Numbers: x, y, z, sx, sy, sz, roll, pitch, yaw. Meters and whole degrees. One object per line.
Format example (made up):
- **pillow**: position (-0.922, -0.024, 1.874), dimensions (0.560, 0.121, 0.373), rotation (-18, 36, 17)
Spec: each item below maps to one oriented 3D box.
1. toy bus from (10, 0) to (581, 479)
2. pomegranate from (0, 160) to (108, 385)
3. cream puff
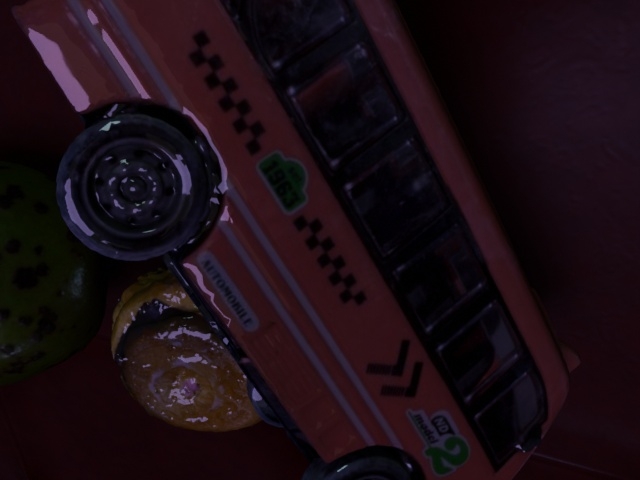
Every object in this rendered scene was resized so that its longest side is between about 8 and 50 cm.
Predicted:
- **toy bus**: position (0.000, 0.000, 0.442), dimensions (0.233, 0.203, 0.427), rotation (-35, 111, -8)
- **pomegranate**: position (-0.328, 0.063, 0.588), dimensions (0.230, 0.286, 0.231), rotation (20, 150, 12)
- **cream puff**: position (-0.118, 0.101, 0.626), dimensions (0.188, 0.129, 0.189), rotation (3, 120, 6)
